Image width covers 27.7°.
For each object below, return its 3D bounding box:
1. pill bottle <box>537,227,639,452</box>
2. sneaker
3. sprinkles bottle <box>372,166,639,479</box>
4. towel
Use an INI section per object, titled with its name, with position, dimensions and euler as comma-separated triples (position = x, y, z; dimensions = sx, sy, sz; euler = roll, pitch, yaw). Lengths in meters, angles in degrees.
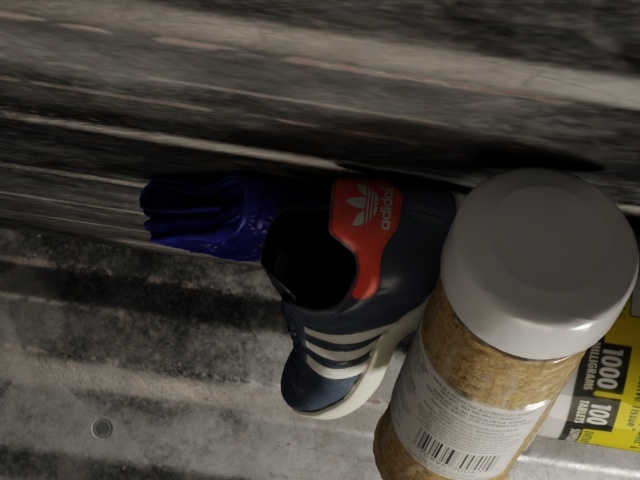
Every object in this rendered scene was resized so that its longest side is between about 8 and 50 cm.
[pill bottle]
position = 0.347, 0.096, 1.091
dimensions = 0.334, 0.187, 0.188
euler = 8, 176, 5
[sneaker]
position = 0.005, 0.046, 1.122
dimensions = 0.148, 0.131, 0.350
euler = 16, 145, -15
[sprinkles bottle]
position = 0.122, 0.091, 0.958
dimensions = 0.121, 0.121, 0.355
euler = 9, 148, -3
[towel]
position = 0.000, 0.000, 1.269
dimensions = 0.308, 0.076, 0.228
euler = 11, 176, -31
